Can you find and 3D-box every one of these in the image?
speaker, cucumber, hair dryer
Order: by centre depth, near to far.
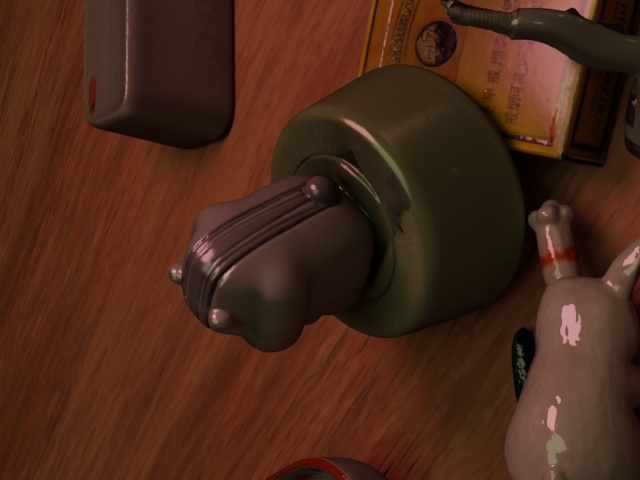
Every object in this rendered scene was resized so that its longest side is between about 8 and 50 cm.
[{"bbox_3d":[0.271,-0.209,0.662,0.229,0.267,0.092,-52,13,26],"label":"hair dryer"},{"bbox_3d":[0.218,0.156,0.831,0.032,0.032,0.133,-19,74,45],"label":"cucumber"},{"bbox_3d":[-0.264,-0.363,1.284,0.183,0.184,0.407,-8,81,47],"label":"speaker"}]

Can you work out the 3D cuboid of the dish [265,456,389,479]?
[{"bbox_3d":[0.029,0.380,0.959,0.256,0.117,0.256,-6,82,47],"label":"dish"}]

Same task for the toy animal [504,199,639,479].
[{"bbox_3d":[0.251,0.107,0.741,0.140,0.138,0.283,-3,62,40],"label":"toy animal"}]

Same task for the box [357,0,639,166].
[{"bbox_3d":[0.175,-0.202,0.864,0.301,0.084,0.193,20,102,47],"label":"box"}]

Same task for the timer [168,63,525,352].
[{"bbox_3d":[0.000,0.000,0.815,0.290,0.315,0.291,34,136,39],"label":"timer"}]
